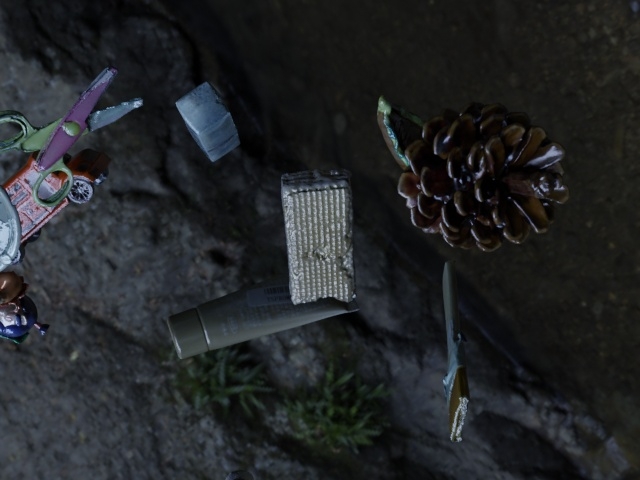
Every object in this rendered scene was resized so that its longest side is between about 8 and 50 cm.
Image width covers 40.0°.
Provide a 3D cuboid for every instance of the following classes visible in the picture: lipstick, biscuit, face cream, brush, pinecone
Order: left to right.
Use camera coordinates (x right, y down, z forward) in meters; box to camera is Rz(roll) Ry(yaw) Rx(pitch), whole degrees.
[{"bbox_3d":[-0.192,-0.204,1.538,0.077,0.076,0.290,56,175,2],"label":"lipstick"},{"bbox_3d":[-0.110,0.128,1.637,0.084,0.341,0.137,89,159,-52],"label":"face cream"},{"bbox_3d":[0.000,0.000,1.352,0.062,0.108,0.239,-98,4,-52],"label":"biscuit"},{"bbox_3d":[0.175,0.125,1.166,0.020,0.336,0.085,7,120,2],"label":"brush"},{"bbox_3d":[0.209,-0.080,1.080,0.212,0.168,0.186,-1,103,48],"label":"pinecone"}]

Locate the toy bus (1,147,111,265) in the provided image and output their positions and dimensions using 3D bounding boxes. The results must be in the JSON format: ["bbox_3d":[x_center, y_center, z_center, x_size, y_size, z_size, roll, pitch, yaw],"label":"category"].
[{"bbox_3d":[-0.602,-0.094,1.874,0.153,0.329,0.143,48,-163,-17],"label":"toy bus"}]

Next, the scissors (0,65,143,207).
[{"bbox_3d":[-0.305,-0.136,1.066,0.133,0.187,0.020,53,-178,-27],"label":"scissors"}]

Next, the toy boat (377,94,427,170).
[{"bbox_3d":[0.175,-0.119,1.270,0.293,0.109,0.099,27,153,-24],"label":"toy boat"}]

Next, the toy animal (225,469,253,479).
[{"bbox_3d":[-0.173,0.610,1.765,0.247,0.182,0.310,45,136,22],"label":"toy animal"}]

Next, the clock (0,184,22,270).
[{"bbox_3d":[-0.616,-0.043,1.486,0.053,0.236,0.236,-86,-17,-61],"label":"clock"}]

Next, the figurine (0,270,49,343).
[{"bbox_3d":[-0.642,0.142,1.841,0.111,0.102,0.195,43,148,19],"label":"figurine"}]
